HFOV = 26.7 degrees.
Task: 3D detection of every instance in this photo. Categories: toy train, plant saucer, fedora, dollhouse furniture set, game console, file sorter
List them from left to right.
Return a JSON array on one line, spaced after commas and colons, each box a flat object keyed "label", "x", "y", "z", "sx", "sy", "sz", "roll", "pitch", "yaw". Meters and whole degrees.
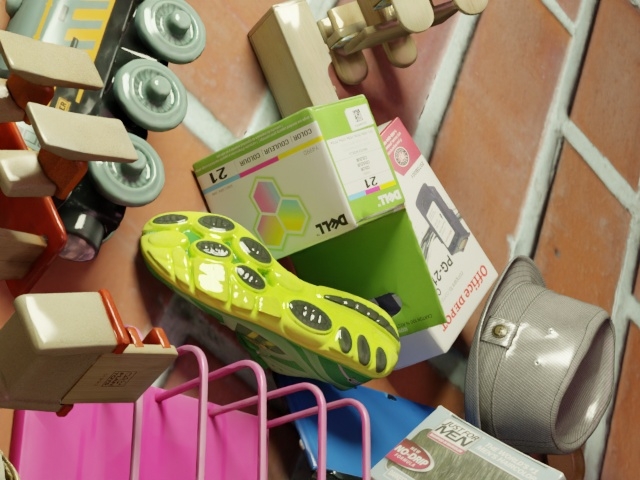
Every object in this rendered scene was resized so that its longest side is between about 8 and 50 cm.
[{"label": "dollhouse furniture set", "x": -0.232, "y": 0.009, "z": 1.082, "sx": 0.135, "sy": 0.262, "sz": 0.259, "roll": 5, "pitch": 48, "yaw": -47}, {"label": "toy train", "x": -0.233, "y": -0.143, "z": 1.291, "sx": 0.190, "sy": 0.142, "sz": 0.334, "roll": 28, "pitch": 54, "yaw": -24}, {"label": "file sorter", "x": -0.110, "y": 0.215, "z": 1.224, "sx": 0.290, "sy": 0.182, "sz": 0.202, "roll": 22, "pitch": 58, "yaw": -39}, {"label": "game console", "x": 0.052, "y": 0.301, "z": 1.475, "sx": 0.293, "sy": 0.173, "sz": 0.250, "roll": 21, "pitch": 90, "yaw": -39}, {"label": "dollhouse furniture set", "x": 0.064, "y": -0.217, "z": 1.579, "sx": 0.242, "sy": 0.212, "sz": 0.161, "roll": -21, "pitch": 87, "yaw": -22}, {"label": "fedora", "x": 0.283, "y": 0.156, "z": 1.652, "sx": 0.275, "sy": 0.124, "sz": 0.244, "roll": -56, "pitch": 138, "yaw": -36}, {"label": "plant saucer", "x": 0.316, "y": 0.287, "z": 1.765, "sx": 0.083, "sy": 0.015, "sz": 0.083, "roll": 20, "pitch": 60, "yaw": -40}]

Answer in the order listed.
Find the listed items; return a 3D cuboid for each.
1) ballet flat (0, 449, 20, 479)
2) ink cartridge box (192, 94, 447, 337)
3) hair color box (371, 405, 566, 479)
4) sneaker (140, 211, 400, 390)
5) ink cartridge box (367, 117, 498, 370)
[{"label": "ballet flat", "x": -0.315, "y": 0.150, "z": 1.122, "sx": 0.206, "sy": 0.067, "sz": 0.073, "roll": 54, "pitch": 44, "yaw": -15}, {"label": "ink cartridge box", "x": 0.000, "y": 0.000, "z": 1.425, "sx": 0.097, "sy": 0.188, "sz": 0.255, "roll": -20, "pitch": 89, "yaw": -49}, {"label": "hair color box", "x": 0.206, "y": 0.361, "z": 1.378, "sx": 0.113, "sy": 0.185, "sz": 0.374, "roll": -39, "pitch": 124, "yaw": -20}, {"label": "sneaker", "x": -0.064, "y": 0.077, "z": 1.388, "sx": 0.295, "sy": 0.123, "sz": 0.109, "roll": 31, "pitch": 46, "yaw": -11}, {"label": "ink cartridge box", "x": 0.085, "y": 0.006, "z": 1.578, "sx": 0.237, "sy": 0.100, "sz": 0.172, "roll": 56, "pitch": 43, "yaw": -14}]
